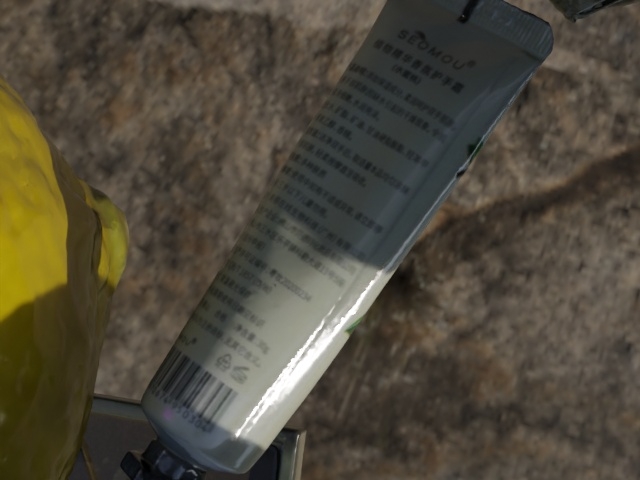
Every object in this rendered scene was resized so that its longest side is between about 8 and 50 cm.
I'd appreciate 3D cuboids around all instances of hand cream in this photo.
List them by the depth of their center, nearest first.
[{"bbox_3d":[0.000,0.000,0.619,0.080,0.234,0.050,33,179,35],"label":"hand cream"}]

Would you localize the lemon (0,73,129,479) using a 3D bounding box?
[{"bbox_3d":[-0.259,0.041,0.672,0.336,0.336,0.336,12,134,13],"label":"lemon"}]

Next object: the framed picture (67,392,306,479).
[{"bbox_3d":[-0.125,0.247,1.022,0.213,0.016,0.289,7,92,20],"label":"framed picture"}]

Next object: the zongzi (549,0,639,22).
[{"bbox_3d":[0.197,-0.179,0.819,0.160,0.176,0.079,-18,102,28],"label":"zongzi"}]
